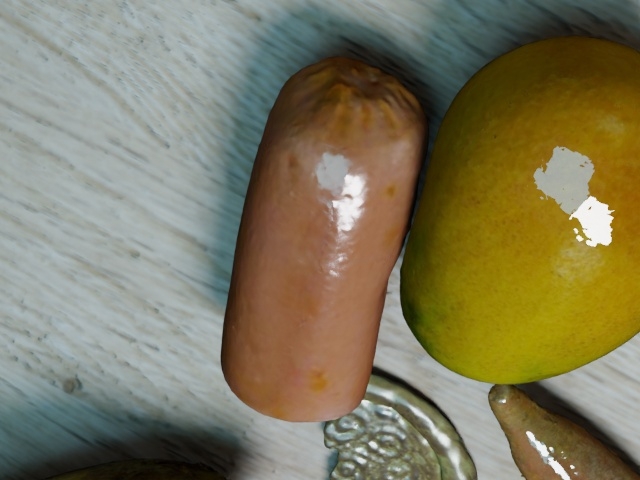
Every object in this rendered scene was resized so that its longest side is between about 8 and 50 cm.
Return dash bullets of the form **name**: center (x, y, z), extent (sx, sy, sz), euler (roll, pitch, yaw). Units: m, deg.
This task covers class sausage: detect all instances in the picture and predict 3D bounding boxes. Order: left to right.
- **sausage**: center (0.000, 0.000, 1.022), extent (0.114, 0.113, 0.259), euler (16, 123, 7)

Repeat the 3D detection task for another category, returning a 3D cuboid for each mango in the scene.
- **mango**: center (0.149, -0.009, 0.959), extent (0.176, 0.139, 0.254), euler (22, 130, 12)

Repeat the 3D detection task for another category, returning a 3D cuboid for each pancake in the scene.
- **pancake**: center (0.030, 0.180, 1.169), extent (0.184, 0.020, 0.190), euler (-2, 118, 18)

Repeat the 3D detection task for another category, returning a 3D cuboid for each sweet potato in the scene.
- **sweet potato**: center (0.225, 0.210, 1.100), extent (0.314, 0.066, 0.072), euler (43, 90, -10)

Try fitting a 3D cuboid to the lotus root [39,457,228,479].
- **lotus root**: center (-0.202, 0.276, 1.186), extent (0.398, 0.196, 0.179), euler (-17, 124, 24)
